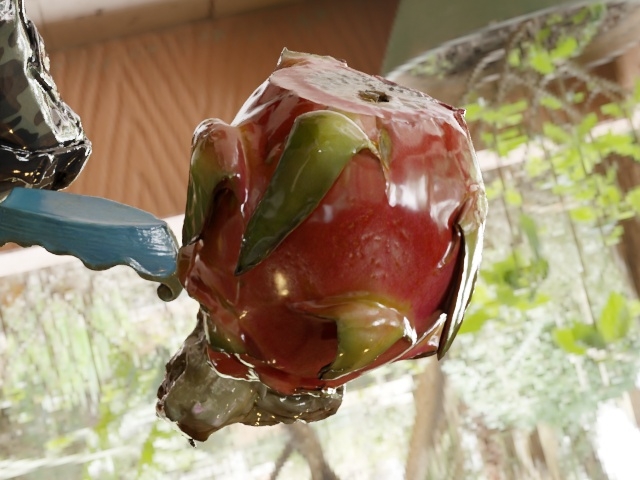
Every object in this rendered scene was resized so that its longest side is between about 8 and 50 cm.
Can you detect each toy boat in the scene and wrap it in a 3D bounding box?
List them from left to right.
[{"bbox_3d":[-0.214,0.007,1.092,0.185,0.077,0.075,9,-158,-4],"label":"toy boat"}]

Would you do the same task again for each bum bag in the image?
[{"bbox_3d":[-0.310,-0.158,1.111,0.144,0.095,0.340,-42,147,-25],"label":"bum bag"}]

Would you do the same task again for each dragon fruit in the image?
[{"bbox_3d":[0.003,-0.004,0.788,0.224,0.227,0.224,11,-168,-2],"label":"dragon fruit"}]

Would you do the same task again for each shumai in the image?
[{"bbox_3d":[-0.082,0.143,1.221,0.166,0.206,0.175,13,-126,45],"label":"shumai"}]
